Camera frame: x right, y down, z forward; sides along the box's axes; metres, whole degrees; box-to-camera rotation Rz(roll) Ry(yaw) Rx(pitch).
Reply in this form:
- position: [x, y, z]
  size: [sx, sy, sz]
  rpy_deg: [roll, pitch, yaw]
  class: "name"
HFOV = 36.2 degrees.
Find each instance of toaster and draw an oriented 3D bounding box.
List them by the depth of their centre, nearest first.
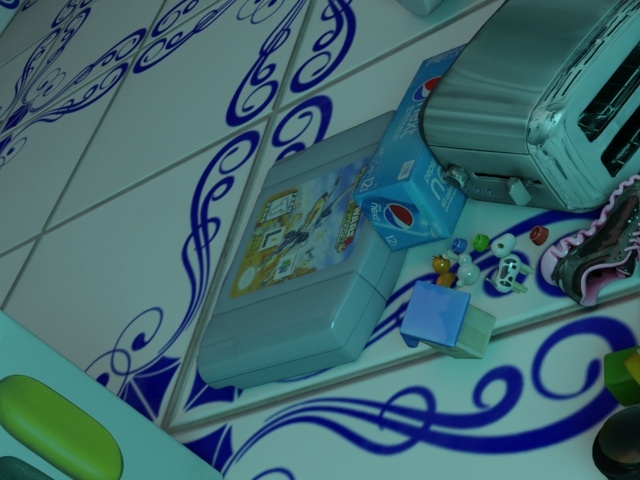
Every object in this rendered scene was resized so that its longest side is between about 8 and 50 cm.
- position: [0.200, -0.123, 0.792]
  size: [0.227, 0.129, 0.146]
  rpy_deg: [-49, 34, -12]
  class: "toaster"

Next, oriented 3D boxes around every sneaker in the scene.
- position: [0.217, 0.002, 0.700]
  size: [0.119, 0.047, 0.057]
  rpy_deg: [-45, 35, 14]
  class: "sneaker"

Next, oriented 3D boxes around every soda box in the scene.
- position: [0.106, -0.091, 0.897]
  size: [0.067, 0.071, 0.210]
  rpy_deg: [-14, 35, 41]
  class: "soda box"

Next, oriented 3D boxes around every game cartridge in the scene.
- position: [0.000, 0.000, 0.957]
  size: [0.198, 0.062, 0.297]
  rpy_deg: [-24, 35, 39]
  class: "game cartridge"

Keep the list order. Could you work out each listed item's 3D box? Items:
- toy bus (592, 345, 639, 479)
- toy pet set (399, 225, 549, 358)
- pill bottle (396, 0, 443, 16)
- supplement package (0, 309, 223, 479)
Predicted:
- position: [0.212, 0.091, 0.526]
  size: [0.191, 0.104, 0.202]
  rpy_deg: [-10, 44, 45]
  class: "toy bus"
- position: [0.100, 0.031, 0.756]
  size: [0.122, 0.065, 0.114]
  rpy_deg: [-14, 52, 63]
  class: "toy pet set"
- position: [0.162, -0.373, 1.157]
  size: [0.208, 0.119, 0.119]
  rpy_deg: [-47, 30, -4]
  class: "pill bottle"
- position: [-0.258, 0.219, 0.784]
  size: [0.198, 0.263, 0.199]
  rpy_deg: [-18, 40, 39]
  class: "supplement package"
